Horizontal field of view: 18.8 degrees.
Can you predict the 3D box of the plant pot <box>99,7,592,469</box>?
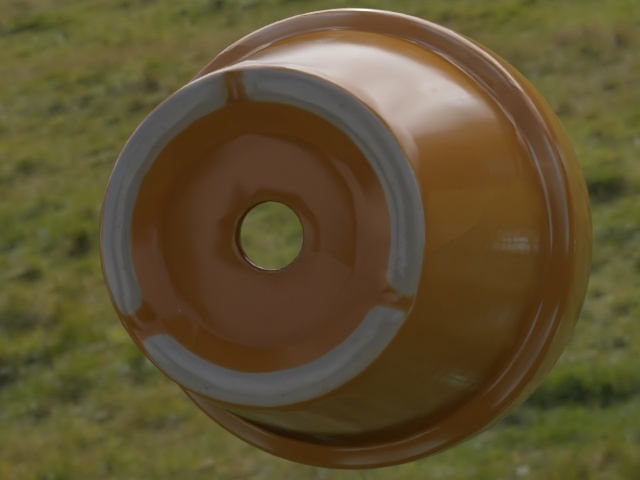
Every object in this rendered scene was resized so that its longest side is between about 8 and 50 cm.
[{"bbox_3d":[0.000,0.000,0.803,0.205,0.205,0.188,-13,-3,14],"label":"plant pot"}]
